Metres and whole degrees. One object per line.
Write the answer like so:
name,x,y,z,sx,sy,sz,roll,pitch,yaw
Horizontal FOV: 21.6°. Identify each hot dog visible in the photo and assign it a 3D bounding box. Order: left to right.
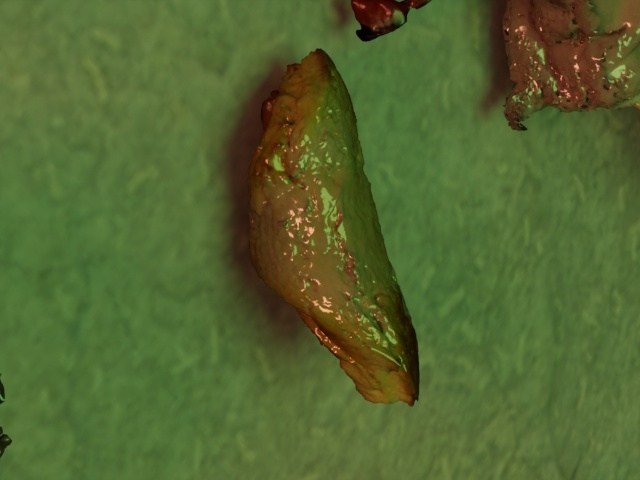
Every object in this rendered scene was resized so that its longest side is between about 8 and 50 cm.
hot dog,-0.001,0.000,0.775,0.078,0.061,0.169,-4,79,-74

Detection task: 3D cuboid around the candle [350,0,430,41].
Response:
candle,-0.020,-0.240,0.724,0.051,0.048,0.329,-93,161,-59

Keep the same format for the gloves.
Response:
gloves,0.140,-0.129,0.865,0.110,0.094,0.144,-27,132,-32

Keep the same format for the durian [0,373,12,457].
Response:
durian,-0.168,0.036,0.569,0.188,0.091,0.148,50,35,-22
